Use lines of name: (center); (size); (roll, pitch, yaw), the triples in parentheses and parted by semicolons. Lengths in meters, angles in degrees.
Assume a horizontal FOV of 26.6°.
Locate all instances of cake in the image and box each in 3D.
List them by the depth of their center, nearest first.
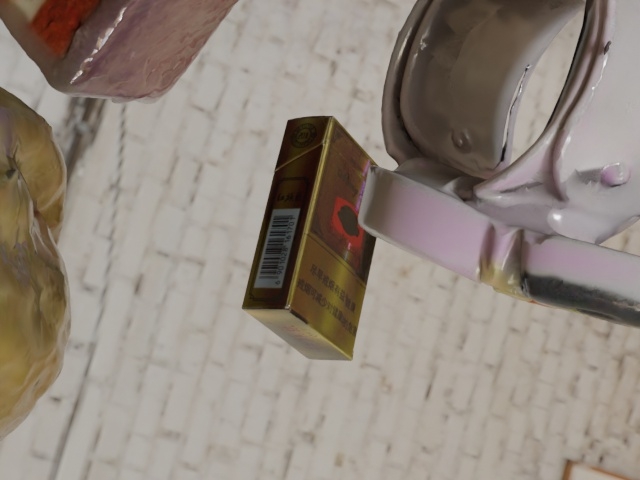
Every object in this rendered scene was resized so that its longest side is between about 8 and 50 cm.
cake: (-0.212, -0.331, 1.516); (0.237, 0.230, 0.309); (45, -77, 12)

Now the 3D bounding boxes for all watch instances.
watch: (0.160, -0.071, 0.830); (0.244, 0.196, 0.231); (20, -92, 56)

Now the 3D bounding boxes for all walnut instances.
walnut: (-0.364, 0.018, 1.047); (0.383, 0.383, 0.384); (-35, -136, 43)

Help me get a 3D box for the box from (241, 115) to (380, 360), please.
box: (0.000, 0.000, 1.534); (0.071, 0.159, 0.240); (-3, -118, 32)
